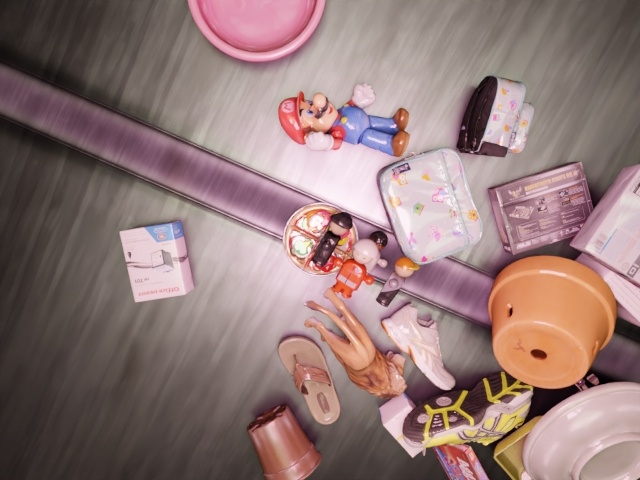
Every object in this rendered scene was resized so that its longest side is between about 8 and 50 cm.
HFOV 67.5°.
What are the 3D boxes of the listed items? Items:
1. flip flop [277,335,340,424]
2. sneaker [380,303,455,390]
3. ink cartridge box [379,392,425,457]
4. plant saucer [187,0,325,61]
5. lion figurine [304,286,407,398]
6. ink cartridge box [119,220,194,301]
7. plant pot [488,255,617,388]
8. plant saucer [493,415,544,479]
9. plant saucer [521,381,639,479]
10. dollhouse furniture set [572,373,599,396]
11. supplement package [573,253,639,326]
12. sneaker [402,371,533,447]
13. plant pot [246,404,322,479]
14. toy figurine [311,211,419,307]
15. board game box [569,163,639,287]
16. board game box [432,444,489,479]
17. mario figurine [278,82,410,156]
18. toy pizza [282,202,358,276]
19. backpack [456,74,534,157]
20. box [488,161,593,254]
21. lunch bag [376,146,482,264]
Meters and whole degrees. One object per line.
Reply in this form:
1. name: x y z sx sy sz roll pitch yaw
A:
1. flip flop: -0.025 0.384 1.299 0.112 0.080 0.276 -22 97 3
2. sneaker: 0.288 0.283 1.281 0.121 0.099 0.262 -42 97 1
3. ink cartridge box: 0.244 0.506 1.311 0.090 0.092 0.143 -40 97 4
4. plant saucer: -0.151 -0.601 1.165 0.333 0.084 0.331 0 99 0
5. lion figurine: 0.090 0.273 1.175 0.142 0.392 0.240 -43 62 1
6. ink cartridge box: -0.425 0.053 1.256 0.140 0.082 0.190 -10 96 1
7. plant pot: 0.538 0.212 1.148 0.291 0.203 0.290 17 129 23
8. plant saucer: 0.580 0.571 1.321 0.188 0.045 0.188 -38 116 5
9. plant saucer: 0.733 0.544 1.242 0.401 0.100 0.399 -4 118 -7
10. dollhouse furniture set: 0.707 0.392 1.285 0.091 0.114 0.081 -42 91 8
11. supplement package: 0.821 0.044 1.204 0.177 0.175 0.293 43 95 -3
12. sneaker: 0.394 0.473 1.241 0.385 0.145 0.147 -11 105 -16
13. plant pot: -0.107 0.547 1.291 0.167 0.167 0.165 -27 88 4
14. toy figurine: 0.107 0.043 1.167 0.210 0.213 0.148 18 109 -31
15. board game box: 0.764 0.004 1.067 0.304 0.097 0.223 33 96 4
16. board game box: 0.413 0.670 1.311 0.027 0.145 0.281 -33 98 -30
17. mario figurine: 0.058 -0.298 1.156 0.321 0.198 0.169 7 109 -5
18. toy pizza: 0.000 0.000 1.272 0.202 0.032 0.201 0 98 0
19. backpack: 0.427 -0.299 1.163 0.145 0.166 0.188 5 102 -3
20. box: 0.576 -0.084 1.247 0.231 0.056 0.182 -18 97 1
21. lunch bag: 0.279 -0.094 1.220 0.224 0.108 0.278 -19 97 3
